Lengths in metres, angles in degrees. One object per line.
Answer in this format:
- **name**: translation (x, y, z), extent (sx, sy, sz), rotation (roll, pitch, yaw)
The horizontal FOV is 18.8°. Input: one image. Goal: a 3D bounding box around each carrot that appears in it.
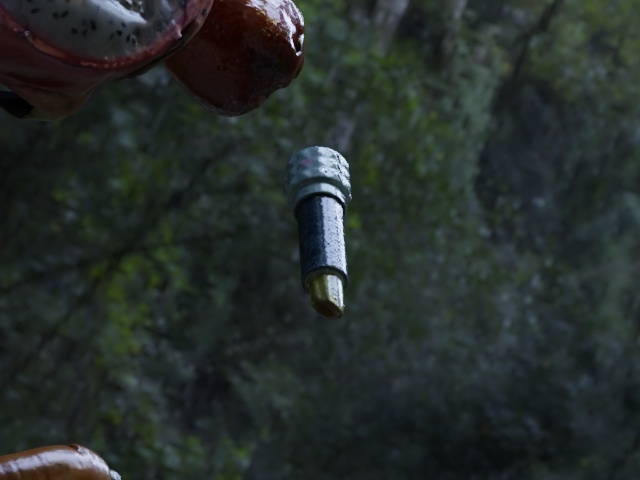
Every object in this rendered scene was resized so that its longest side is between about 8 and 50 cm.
- **carrot**: translation (-0.146, 0.107, 0.831), extent (0.142, 0.035, 0.035), rotation (0, -3, -35)

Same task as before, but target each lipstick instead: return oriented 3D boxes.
- **lipstick**: translation (0.000, 0.000, 1.028), extent (0.037, 0.116, 0.037), rotation (-1, -46, -1)

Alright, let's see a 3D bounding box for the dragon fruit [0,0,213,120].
- **dragon fruit**: translation (-0.244, -0.243, 1.599), extent (0.290, 0.290, 0.189), rotation (34, -33, -29)

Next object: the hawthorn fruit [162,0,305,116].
- **hawthorn fruit**: translation (-0.101, -0.228, 2.145), extent (0.179, 0.173, 0.173), rotation (57, -11, 16)
